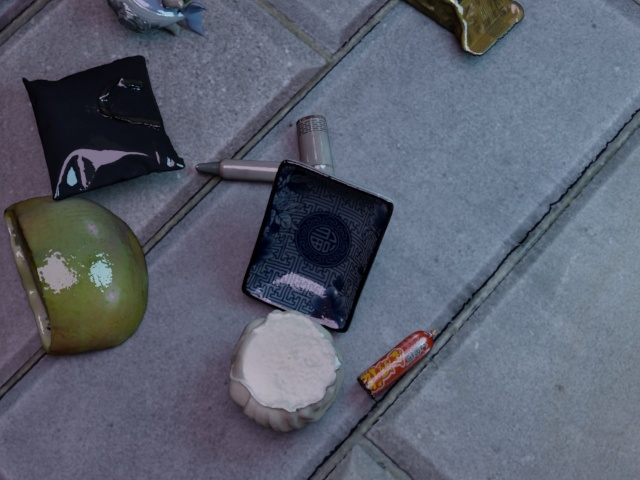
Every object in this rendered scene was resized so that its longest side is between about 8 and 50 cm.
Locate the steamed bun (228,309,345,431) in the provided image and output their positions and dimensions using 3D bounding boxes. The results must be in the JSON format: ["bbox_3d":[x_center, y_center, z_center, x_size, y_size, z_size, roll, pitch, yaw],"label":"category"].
[{"bbox_3d":[-0.050,0.197,1.733,0.183,0.106,0.182,1,72,-4],"label":"steamed bun"}]

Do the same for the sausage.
[{"bbox_3d":[0.123,0.183,1.770,0.145,0.048,0.050,-37,38,-13],"label":"sausage"}]

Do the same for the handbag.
[{"bbox_3d":[-0.348,-0.186,1.852,0.211,0.088,0.254,-13,58,-14],"label":"handbag"}]

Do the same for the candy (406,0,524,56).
[{"bbox_3d":[0.204,-0.419,1.944,0.271,0.101,0.143,38,70,4],"label":"candy"}]

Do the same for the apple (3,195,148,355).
[{"bbox_3d":[-0.364,0.034,1.778,0.193,0.120,0.265,-15,75,-17],"label":"apple"}]

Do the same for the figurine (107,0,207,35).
[{"bbox_3d":[-0.270,-0.424,1.926,0.208,0.128,0.184,34,72,1],"label":"figurine"}]

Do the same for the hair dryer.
[{"bbox_3d":[-0.086,-0.091,1.853,0.220,0.053,0.195,-8,73,-3],"label":"hair dryer"}]

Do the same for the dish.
[{"bbox_3d":[0.000,0.000,1.768,0.182,0.080,0.243,22,117,6],"label":"dish"}]
